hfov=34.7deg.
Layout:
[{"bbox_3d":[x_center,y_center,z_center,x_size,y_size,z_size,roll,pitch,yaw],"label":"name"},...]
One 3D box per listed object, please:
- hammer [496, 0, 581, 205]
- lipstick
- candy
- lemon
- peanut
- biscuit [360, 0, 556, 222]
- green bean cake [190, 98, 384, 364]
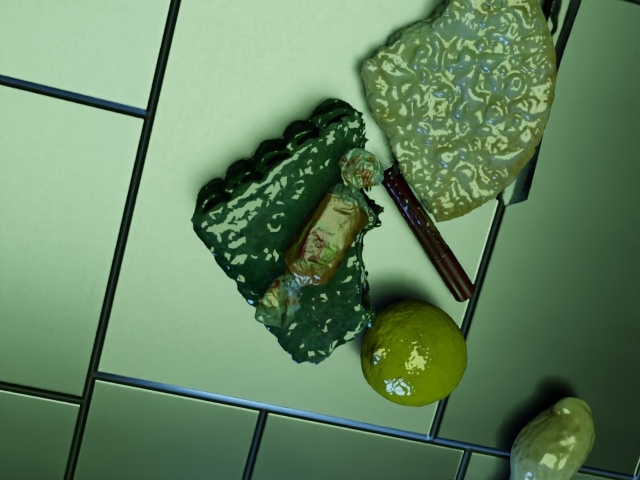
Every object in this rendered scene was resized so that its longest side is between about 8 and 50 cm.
[{"bbox_3d":[0.230,-0.174,1.028,0.137,0.037,0.289,12,101,-8],"label":"hammer"},{"bbox_3d":[0.107,-0.006,1.035,0.027,0.027,0.176,-35,120,2],"label":"lipstick"},{"bbox_3d":[0.000,0.000,0.927,0.053,0.046,0.182,32,92,-13],"label":"candy"},{"bbox_3d":[0.095,0.115,1.040,0.133,0.109,0.109,20,104,-55],"label":"lemon"},{"bbox_3d":[0.243,0.255,1.112,0.082,0.082,0.187,13,100,-10],"label":"peanut"},{"bbox_3d":[0.132,-0.146,1.001,0.188,0.040,0.265,15,108,4],"label":"biscuit"},{"bbox_3d":[-0.001,-0.009,1.002,0.193,0.107,0.208,-35,106,-1],"label":"green bean cake"}]
